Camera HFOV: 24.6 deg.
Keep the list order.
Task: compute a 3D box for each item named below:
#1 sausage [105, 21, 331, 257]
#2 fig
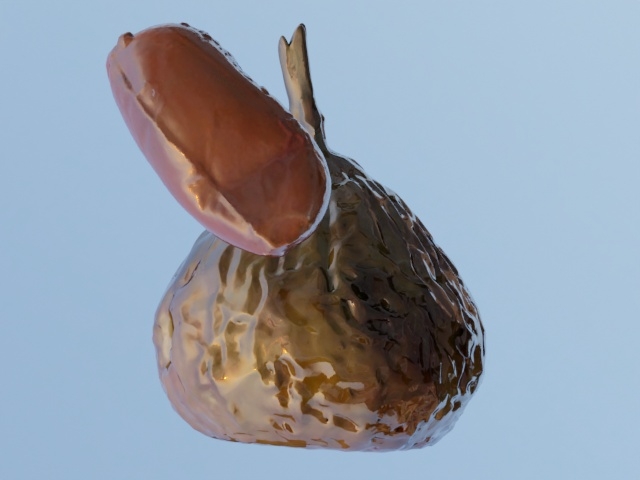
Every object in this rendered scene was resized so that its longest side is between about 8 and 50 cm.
[{"bbox_3d":[-0.058,-0.059,0.863,0.089,0.089,0.179,-20,-120,-38],"label":"sausage"},{"bbox_3d":[0.000,0.000,1.236,0.286,0.286,0.368,-4,-86,-31],"label":"fig"}]
